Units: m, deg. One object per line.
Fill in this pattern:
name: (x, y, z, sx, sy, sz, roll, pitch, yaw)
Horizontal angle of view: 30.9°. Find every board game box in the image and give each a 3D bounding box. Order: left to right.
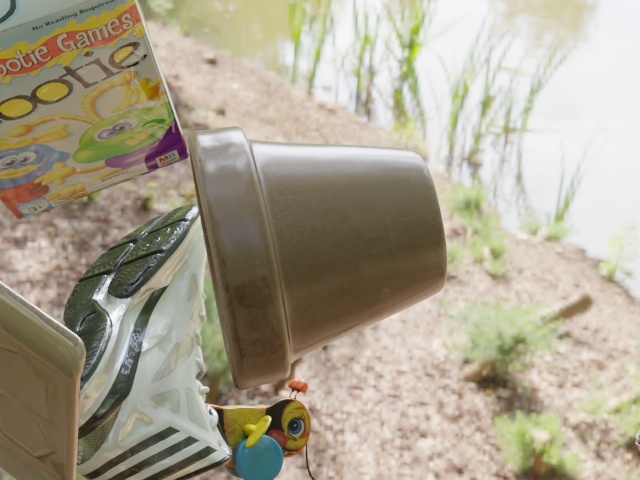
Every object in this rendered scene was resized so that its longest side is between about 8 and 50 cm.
board game box: (-0.188, -0.137, 0.759, 0.142, 0.144, 0.275, -20, -14, -5)

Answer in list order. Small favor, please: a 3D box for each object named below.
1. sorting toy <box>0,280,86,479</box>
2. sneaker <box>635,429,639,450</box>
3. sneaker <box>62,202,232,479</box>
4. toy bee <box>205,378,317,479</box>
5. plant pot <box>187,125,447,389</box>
sorting toy: (-0.266, 0.099, 0.934, 0.193, 0.208, 0.038, 33, 46, 14)
sneaker: (0.380, 0.257, 1.314, 0.070, 0.134, 0.051, 27, -10, -17)
sneaker: (-0.212, 0.161, 1.535, 0.169, 0.257, 0.447, -20, 29, 31)
toy bee: (-0.086, 0.273, 1.687, 0.298, 0.162, 0.195, 20, -12, -38)
plant pot: (0.000, 0.000, 1.161, 0.229, 0.263, 0.263, -11, 28, -5)
